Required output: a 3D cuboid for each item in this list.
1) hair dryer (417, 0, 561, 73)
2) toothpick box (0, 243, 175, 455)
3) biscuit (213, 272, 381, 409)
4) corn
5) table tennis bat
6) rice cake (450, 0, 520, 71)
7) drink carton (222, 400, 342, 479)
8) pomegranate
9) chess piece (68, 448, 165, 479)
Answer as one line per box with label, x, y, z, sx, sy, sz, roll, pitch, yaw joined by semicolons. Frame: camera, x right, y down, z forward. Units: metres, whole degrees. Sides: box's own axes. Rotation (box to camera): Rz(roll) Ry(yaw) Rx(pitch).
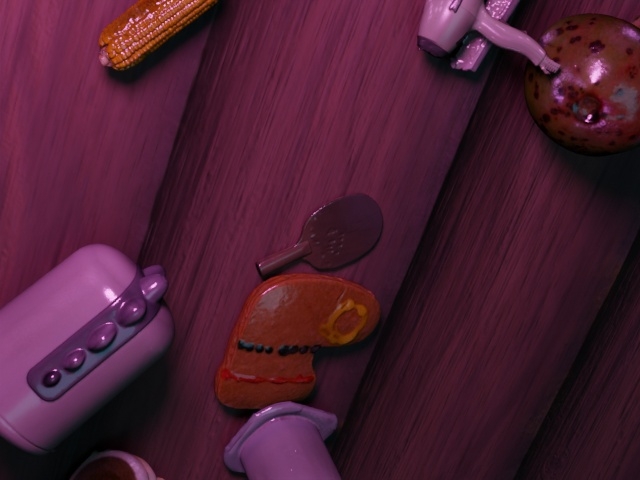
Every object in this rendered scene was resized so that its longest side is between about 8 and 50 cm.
hair dryer;0.272;-0.377;1.545;0.224;0.088;0.219;9;95;3
toothpick box;-0.349;0.142;1.460;0.316;0.229;0.229;-39;127;-3
biscuit;-0.035;0.186;1.752;0.262;0.052;0.277;14;110;-32
corn;-0.219;-0.306;1.375;0.207;0.068;0.068;-39;127;-4
table tennis bat;0.000;0.000;1.689;0.234;0.022;0.131;-24;126;-16
rice cake;0.292;-0.383;1.598;0.270;0.049;0.055;-58;170;10
drink carton;-0.052;0.419;1.774;0.191;0.190;0.185;26;117;-40
pomegranate;0.464;-0.285;1.664;0.242;0.242;0.306;52;46;-37
chess piece;-0.302;0.489;1.745;0.176;0.176;0.298;-38;140;-3
